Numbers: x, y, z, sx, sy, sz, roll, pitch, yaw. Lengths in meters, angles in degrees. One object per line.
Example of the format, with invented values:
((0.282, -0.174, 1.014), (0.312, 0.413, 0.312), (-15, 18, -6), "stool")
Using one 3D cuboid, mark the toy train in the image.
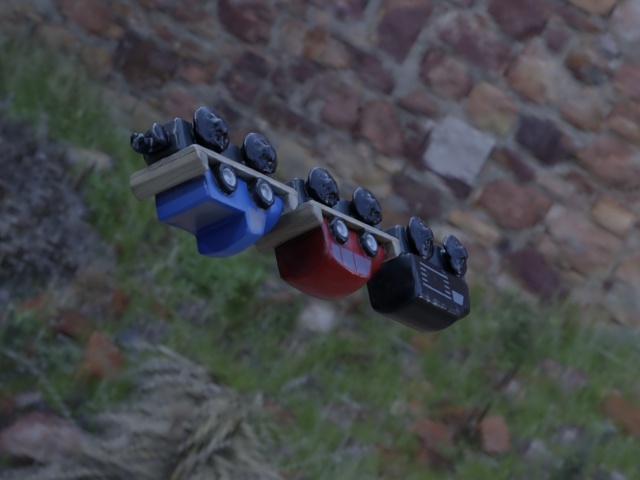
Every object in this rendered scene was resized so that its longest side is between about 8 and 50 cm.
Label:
((0.000, 0.000, 0.435), (0.158, 0.027, 0.036), (25, 50, -51), "toy train")
